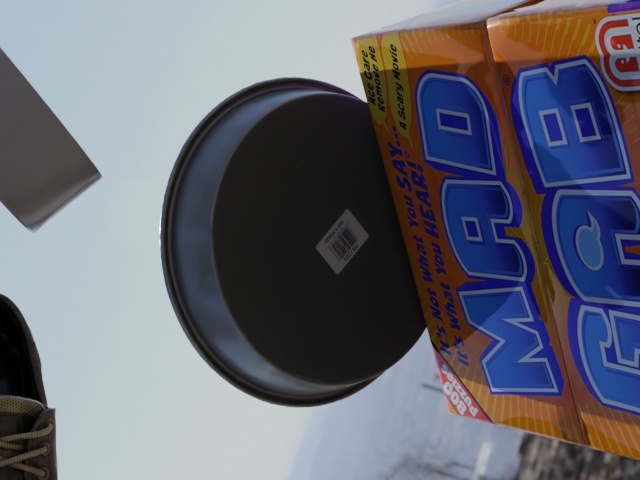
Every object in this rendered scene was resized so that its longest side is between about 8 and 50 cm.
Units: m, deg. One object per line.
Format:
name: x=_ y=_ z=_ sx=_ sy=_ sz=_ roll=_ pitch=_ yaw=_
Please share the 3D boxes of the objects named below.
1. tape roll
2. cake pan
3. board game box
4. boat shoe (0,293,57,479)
tape roll: x=-0.262 y=-0.111 z=1.066 sx=0.072 sy=0.219 sz=0.219 roll=-40 pitch=-5 yaw=-6
cake pan: x=0.000 y=0.000 z=1.225 sx=0.054 sy=0.293 sz=0.293 roll=-4 pitch=64 yaw=54
board game box: x=0.305 y=-0.059 z=1.170 sx=0.356 sy=0.356 sz=0.356 roll=5 pitch=114 yaw=55
boat shoe: x=-0.297 y=0.187 z=1.231 sx=0.130 sy=0.132 sz=0.355 roll=-66 pitch=34 yaw=37
